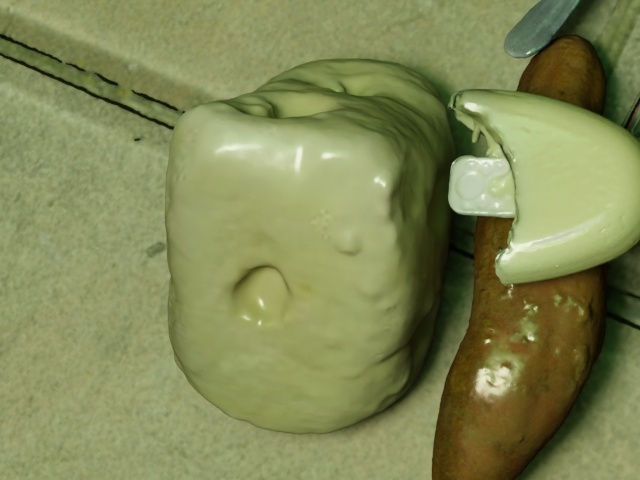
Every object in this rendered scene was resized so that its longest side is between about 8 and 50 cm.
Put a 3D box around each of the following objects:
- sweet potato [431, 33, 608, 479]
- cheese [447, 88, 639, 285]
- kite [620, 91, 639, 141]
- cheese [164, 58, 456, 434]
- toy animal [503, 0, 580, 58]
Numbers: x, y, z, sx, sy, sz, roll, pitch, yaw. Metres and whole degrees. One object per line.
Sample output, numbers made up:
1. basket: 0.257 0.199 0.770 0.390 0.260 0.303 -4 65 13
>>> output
1. sweet potato: 0.144 0.025 1.096 0.106 0.095 0.354 -4 68 59
2. cheese: 0.189 -0.032 1.030 0.235 0.050 0.127 2 71 13
3. kite: 0.279 -0.054 1.041 0.268 0.013 0.323 -2 113 53
4. cheese: 0.002 0.001 1.136 0.174 0.251 0.247 10 115 10
5. toy animal: 0.211 -0.234 1.132 0.239 0.176 0.255 43 117 49
